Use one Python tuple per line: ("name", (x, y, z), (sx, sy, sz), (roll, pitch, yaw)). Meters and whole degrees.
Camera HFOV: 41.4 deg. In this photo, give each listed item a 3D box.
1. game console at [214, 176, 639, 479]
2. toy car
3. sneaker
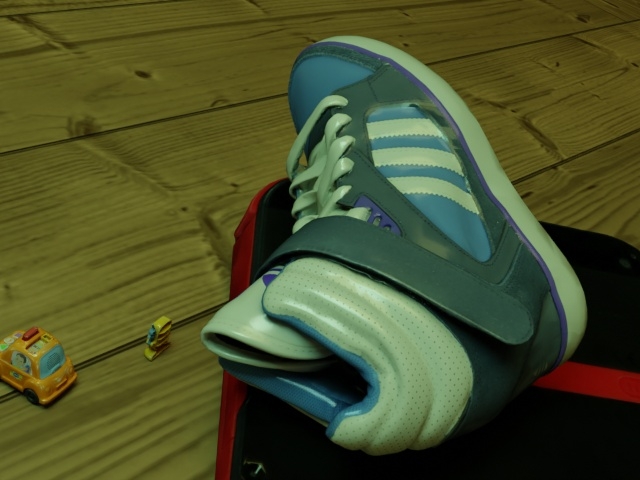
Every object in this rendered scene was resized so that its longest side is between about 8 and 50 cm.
("game console", (0.121, 0.101, 0.632), (0.386, 0.060, 0.342), (10, 45, -11))
("toy car", (-0.161, 0.064, 0.571), (0.060, 0.041, 0.122), (39, 40, 27))
("sneaker", (0.008, -0.012, 0.561), (0.236, 0.130, 0.323), (-16, 60, -38))
